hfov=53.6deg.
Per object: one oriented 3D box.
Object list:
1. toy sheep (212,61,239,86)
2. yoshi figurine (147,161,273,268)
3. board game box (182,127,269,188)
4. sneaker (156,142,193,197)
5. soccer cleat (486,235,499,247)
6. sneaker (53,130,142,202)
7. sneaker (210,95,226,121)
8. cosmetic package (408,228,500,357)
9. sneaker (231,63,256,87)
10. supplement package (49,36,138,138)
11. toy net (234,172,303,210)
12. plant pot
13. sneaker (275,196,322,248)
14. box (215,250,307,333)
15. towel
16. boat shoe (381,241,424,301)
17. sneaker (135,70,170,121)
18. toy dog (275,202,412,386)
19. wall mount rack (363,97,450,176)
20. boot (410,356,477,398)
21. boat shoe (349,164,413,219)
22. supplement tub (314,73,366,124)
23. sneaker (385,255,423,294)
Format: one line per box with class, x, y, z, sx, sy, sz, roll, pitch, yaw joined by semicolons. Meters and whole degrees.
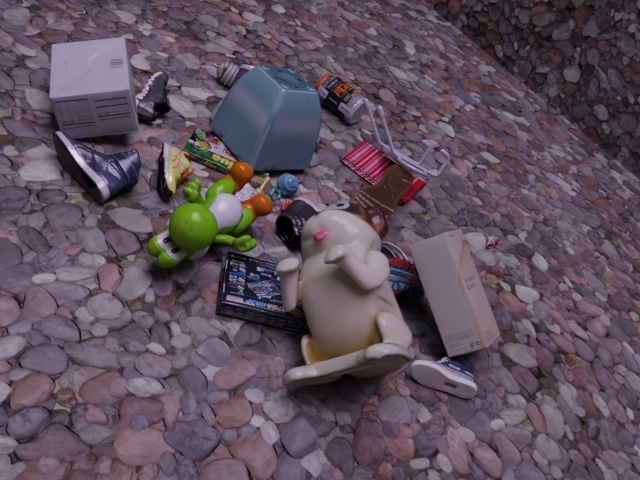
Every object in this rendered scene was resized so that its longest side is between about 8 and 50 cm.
toy sheep;-0.315;-0.575;2.194;0.132;0.091;0.091;36;37;-17
yoshi figurine;-0.256;-0.059;1.544;0.204;0.203;0.362;22;40;22
board game box;-0.275;-0.247;1.908;0.260;0.030;0.136;23;42;-8
sneaker;-0.394;-0.192;1.736;0.094;0.081;0.208;13;41;-22
soccer cleat;0.576;0.003;2.145;0.036;0.029;0.083;38;36;25
sneaker;-0.567;-0.214;1.640;0.226;0.086;0.163;48;53;8
sneaker;-0.241;-0.438;2.054;0.240;0.091;0.126;-48;115;-12
cosmetic package;0.355;0.134;1.674;0.160;0.113;0.309;-13;83;-62
sneaker;-0.181;-0.477;2.180;0.283;0.107;0.124;28;78;-25
supplement package;-0.624;-0.424;1.756;0.204;0.145;0.261;-9;50;-11
toy net;-0.150;-0.126;1.841;0.232;0.045;0.122;-14;89;-34
plant pot;-0.143;-0.387;1.930;0.248;0.252;0.247;-8;46;-44
sneaker;0.000;0.000;1.752;0.296;0.104;0.147;35;41;16
box;-0.139;0.126;1.565;0.220;0.051;0.175;15;41;-16
towel;0.220;-0.237;2.191;0.275;0.031;0.199;38;39;11
boat shoe;0.215;0.088;1.800;0.065;0.075;0.206;-10;57;-41
sneaker;-0.501;-0.433;1.941;0.106;0.078;0.234;26;43;-7
toy dog;0.078;0.103;1.471;0.395;0.285;0.407;11;62;-48
wall mount rack;0.264;-0.337;2.134;0.304;0.130;0.350;28;12;-17
boot;0.307;0.331;1.607;0.190;0.069;0.086;27;31;-15
boat shoe;0.174;-0.109;1.964;0.122;0.110;0.341;44;50;7
supplement tub;0.074;-0.527;2.349;0.190;0.117;0.117;40;40;14
sneaker;0.166;0.110;1.715;0.262;0.125;0.104;8;21;-18
